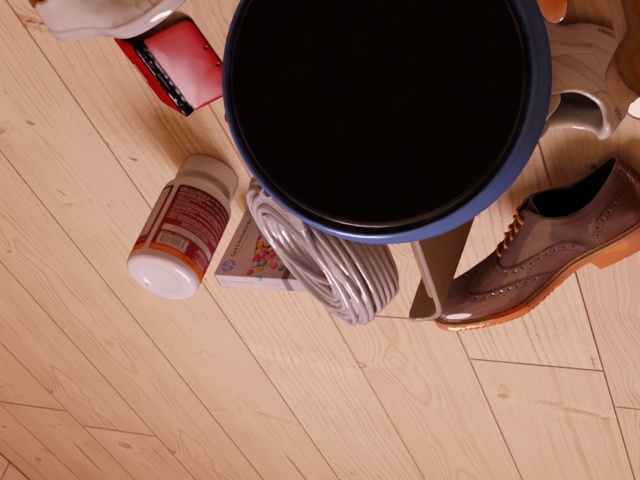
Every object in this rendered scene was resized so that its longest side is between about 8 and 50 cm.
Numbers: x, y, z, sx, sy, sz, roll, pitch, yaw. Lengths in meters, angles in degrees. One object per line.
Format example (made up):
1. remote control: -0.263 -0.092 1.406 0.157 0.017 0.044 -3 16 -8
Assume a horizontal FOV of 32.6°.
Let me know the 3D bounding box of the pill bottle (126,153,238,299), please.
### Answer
1. pill bottle: -0.216 -0.025 1.761 0.121 0.221 0.121 15 146 10

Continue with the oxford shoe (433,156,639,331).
1. oxford shoe: 0.294 0.003 1.542 0.364 0.130 0.133 -33 116 19

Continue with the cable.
1. cable: 0.000 0.000 1.499 0.257 0.089 0.257 54 166 -17

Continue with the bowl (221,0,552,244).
1. bowl: 0.068 -0.188 1.261 0.391 0.391 0.077 13 -170 13

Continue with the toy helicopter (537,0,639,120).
1. toy helicopter: 0.276 -0.261 1.013 0.235 0.355 0.140 6 148 -8

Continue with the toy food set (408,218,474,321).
1. toy food set: 0.136 -0.060 1.510 0.092 0.219 0.306 7 145 26

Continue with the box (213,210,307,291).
1. box: -0.066 0.017 1.806 0.186 0.145 0.038 2 140 29

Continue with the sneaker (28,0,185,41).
1. sneaker: -0.293 -0.340 1.455 0.290 0.106 0.123 -4 142 36

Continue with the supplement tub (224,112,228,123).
1. supplement tub: -0.045 -0.143 1.589 0.117 0.117 0.190 -12 134 41

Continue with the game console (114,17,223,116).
1. game console: -0.215 -0.263 1.609 0.124 0.085 0.144 33 164 48

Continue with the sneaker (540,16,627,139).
1. sneaker: 0.228 -0.210 1.303 0.305 0.152 0.114 17 149 10
